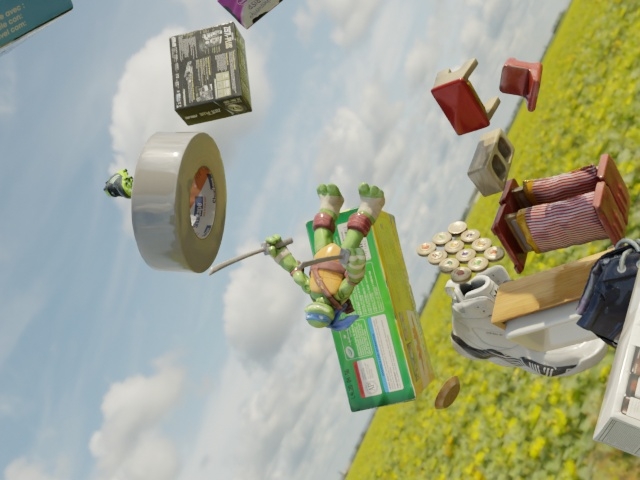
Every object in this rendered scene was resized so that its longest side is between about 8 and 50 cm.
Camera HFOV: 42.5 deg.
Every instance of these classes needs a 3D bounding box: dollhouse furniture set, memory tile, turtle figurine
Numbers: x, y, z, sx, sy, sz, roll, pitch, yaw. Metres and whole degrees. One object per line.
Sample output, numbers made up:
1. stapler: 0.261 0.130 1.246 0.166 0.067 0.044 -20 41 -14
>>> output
1. dollhouse furniture set: 0.355 -0.135 1.398 0.201 0.374 0.152 -16 34 38
2. memory tile: 0.250 0.019 1.481 0.113 0.148 0.012 -30 -55 -14
3. turtle figurine: 0.000 0.000 1.455 0.198 0.275 0.266 -29 34 54

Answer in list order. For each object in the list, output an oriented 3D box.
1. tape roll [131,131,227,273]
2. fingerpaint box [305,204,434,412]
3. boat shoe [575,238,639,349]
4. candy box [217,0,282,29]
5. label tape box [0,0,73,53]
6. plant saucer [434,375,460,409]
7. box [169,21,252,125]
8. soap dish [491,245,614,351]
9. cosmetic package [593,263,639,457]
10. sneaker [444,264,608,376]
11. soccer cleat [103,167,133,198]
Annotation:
1. tape roll: -0.214 -0.059 1.278 0.219 0.072 0.219 2 -90 -78
2. fingerpaint box: 0.127 0.157 1.990 0.371 0.163 0.445 6 -110 -76
3. boat shoe: 0.510 0.027 1.224 0.127 0.158 0.340 -56 -12 -67
4. candy box: -0.054 -0.460 1.314 0.159 0.071 0.233 -25 33 43
5. label tape box: -0.415 -0.230 0.897 0.348 0.115 0.249 -3 33 49
6. plant saucer: 0.272 0.325 1.740 0.083 0.015 0.083 -32 -43 -35
7. box: -0.230 -0.347 1.720 0.077 0.147 0.180 54 -154 -68
8. soap dish: 0.503 0.119 1.605 0.229 0.291 0.118 24 -128 -52
9. cosmetic package: 0.329 0.084 0.745 0.060 0.099 0.239 91 -158 -56
10. sneaker: 0.448 0.180 1.854 0.137 0.366 0.210 -53 -46 -39
11. soccer cleat: -0.485 -0.125 1.987 0.072 0.060 0.179 -34 22 -4
